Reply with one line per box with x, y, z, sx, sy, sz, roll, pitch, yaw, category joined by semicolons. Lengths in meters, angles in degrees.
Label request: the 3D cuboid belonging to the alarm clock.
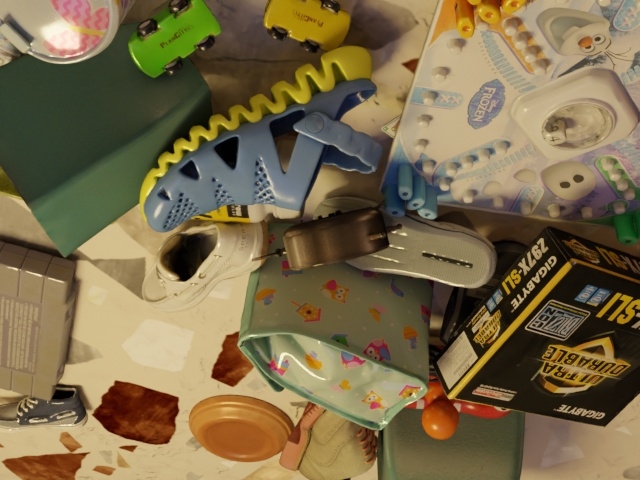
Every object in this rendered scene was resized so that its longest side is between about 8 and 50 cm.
0.000;0.000;1.095;0.192;0.129;0.064;-16;92;17;alarm clock

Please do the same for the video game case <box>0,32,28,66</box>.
-0.407;-0.270;0.977;0.274;0.035;0.248;29;121;-18;video game case

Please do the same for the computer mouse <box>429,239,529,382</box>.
0.234;0.099;1.260;0.188;0.072;0.272;19;123;-2;computer mouse

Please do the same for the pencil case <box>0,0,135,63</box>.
-0.214;-0.273;0.818;0.124;0.273;0.114;-17;125;17;pencil case

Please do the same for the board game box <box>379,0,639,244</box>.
0.292;-0.130;0.991;0.389;0.050;0.390;8;145;-5;board game box

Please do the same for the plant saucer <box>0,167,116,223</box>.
-0.347;-0.120;1.154;0.188;0.045;0.188;16;135;-9;plant saucer

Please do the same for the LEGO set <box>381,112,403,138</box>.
0.220;-0.167;1.040;0.182;0.060;0.244;28;137;-33;LEGO set

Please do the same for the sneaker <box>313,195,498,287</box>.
0.114;0.006;1.172;0.258;0.091;0.094;21;100;20;sneaker

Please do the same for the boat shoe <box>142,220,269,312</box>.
-0.188;0.028;1.215;0.096;0.098;0.277;9;153;-40;boat shoe

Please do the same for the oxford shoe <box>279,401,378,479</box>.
0.046;0.300;1.446;0.146;0.140;0.397;31;146;6;oxford shoe

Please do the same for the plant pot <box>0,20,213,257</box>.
-0.247;-0.131;0.981;0.234;0.166;0.165;-34;167;-14;plant pot

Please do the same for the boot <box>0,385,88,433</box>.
-0.533;0.307;1.618;0.189;0.069;0.086;-2;129;-1;boot

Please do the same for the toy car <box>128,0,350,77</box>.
-0.107;-0.259;0.920;0.225;0.053;0.239;-34;127;1;toy car

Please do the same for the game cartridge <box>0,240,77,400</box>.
-0.527;0.129;1.431;0.230;0.068;0.355;14;136;-11;game cartridge

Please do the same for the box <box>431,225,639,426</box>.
0.352;0.131;1.188;0.321;0.079;0.257;17;121;-32;box

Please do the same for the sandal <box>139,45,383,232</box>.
-0.056;-0.090;0.984;0.317;0.126;0.138;-30;85;2;sandal

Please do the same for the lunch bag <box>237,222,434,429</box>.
0.014;0.106;1.206;0.262;0.224;0.160;23;135;-14;lunch bag

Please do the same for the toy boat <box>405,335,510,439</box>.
0.194;0.245;1.377;0.230;0.151;0.151;4;137;5;toy boat

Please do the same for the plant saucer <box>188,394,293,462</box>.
-0.151;0.361;1.631;0.199;0.037;0.200;4;136;4;plant saucer

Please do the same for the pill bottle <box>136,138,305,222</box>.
-0.124;-0.083;1.107;0.208;0.119;0.119;3;136;5;pill bottle

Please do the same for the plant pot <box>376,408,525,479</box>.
0.218;0.421;1.484;0.246;0.252;0.248;4;137;4;plant pot
